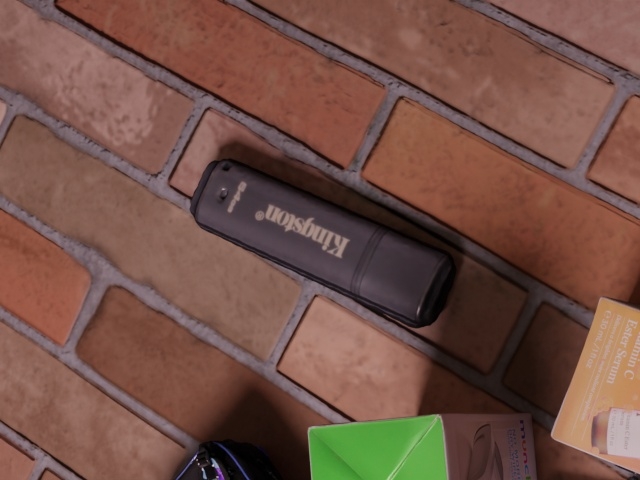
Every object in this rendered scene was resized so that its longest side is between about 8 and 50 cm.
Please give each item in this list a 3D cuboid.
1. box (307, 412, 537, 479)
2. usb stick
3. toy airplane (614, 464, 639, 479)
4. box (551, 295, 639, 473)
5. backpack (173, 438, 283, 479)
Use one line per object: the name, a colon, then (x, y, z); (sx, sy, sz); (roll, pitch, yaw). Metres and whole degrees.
box: (0.096, 0.278, 1.449); (0.126, 0.231, 0.262); (-8, 81, 25)
usb stick: (0.000, 0.000, 1.627); (0.278, 0.045, 0.077); (24, 96, 26)
toy airplane: (0.254, 0.266, 1.488); (0.151, 0.028, 0.151); (-4, 81, 31)
box: (0.301, 0.135, 1.446); (0.170, 0.091, 0.130); (20, 93, 26)
backpack: (-0.074, 0.288, 1.591); (0.158, 0.117, 0.173); (-49, 67, 13)
